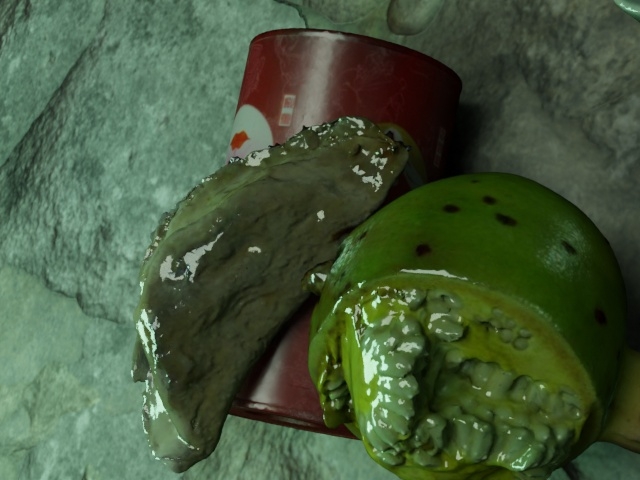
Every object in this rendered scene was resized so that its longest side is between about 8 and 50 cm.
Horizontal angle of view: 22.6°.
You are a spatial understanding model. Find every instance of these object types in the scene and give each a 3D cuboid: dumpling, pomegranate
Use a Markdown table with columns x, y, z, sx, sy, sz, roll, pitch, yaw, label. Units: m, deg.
| x | y | z | sx | sy | sz | roll | pitch | yaw | label |
| --- | --- | --- | --- | --- | --- | --- | --- | --- | --- |
| -0.079 | 0.014 | 1.311 | 0.166 | 0.086 | 0.332 | 33 | 84 | 17 | dumpling |
| 0.150 | 0.084 | 1.247 | 0.260 | 0.340 | 0.261 | -163 | 90 | -85 | pomegranate |

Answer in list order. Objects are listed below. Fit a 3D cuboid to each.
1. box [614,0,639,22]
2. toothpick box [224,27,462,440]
| x | y | z | sx | sy | sz | roll | pitch | yaw | label |
| --- | --- | --- | --- | --- | --- | --- | --- | --- | --- |
| 0.432 | -0.359 | 1.268 | 0.396 | 0.111 | 0.396 | -1 | 74 | 37 | box |
| 0.000 | 0.000 | 1.440 | 0.204 | 0.204 | 0.333 | 3 | 77 | 40 | toothpick box |
